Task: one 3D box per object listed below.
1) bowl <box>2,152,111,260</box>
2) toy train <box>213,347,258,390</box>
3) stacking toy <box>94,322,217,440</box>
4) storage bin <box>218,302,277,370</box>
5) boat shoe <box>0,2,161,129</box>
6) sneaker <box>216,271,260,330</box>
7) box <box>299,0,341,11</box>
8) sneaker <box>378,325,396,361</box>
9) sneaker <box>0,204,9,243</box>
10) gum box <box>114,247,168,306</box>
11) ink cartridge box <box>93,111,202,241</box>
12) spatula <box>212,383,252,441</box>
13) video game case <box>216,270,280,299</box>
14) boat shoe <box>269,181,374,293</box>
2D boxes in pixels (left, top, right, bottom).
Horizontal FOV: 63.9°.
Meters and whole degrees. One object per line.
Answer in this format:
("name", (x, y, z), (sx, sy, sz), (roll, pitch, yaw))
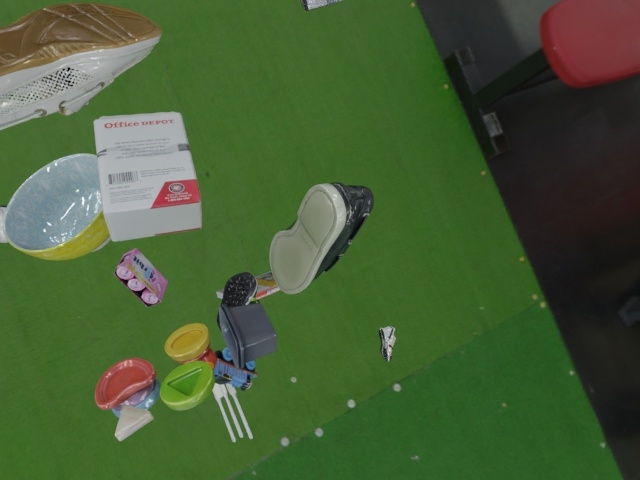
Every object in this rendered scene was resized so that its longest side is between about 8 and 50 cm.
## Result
("bowl", (-0.603, -0.056, 1.272), (0.289, 0.156, 0.289), (-7, 56, 11))
("toy train", (-0.281, 0.411, 1.630), (0.184, 0.080, 0.105), (35, 45, -39))
("stacking toy", (-0.383, 0.379, 1.287), (0.309, 0.279, 0.130), (-26, 122, -14))
("storage bin", (-0.150, 0.197, 1.079), (0.091, 0.135, 0.098), (-12, 127, -21))
("boat shoe", (-0.296, -0.188, 0.572), (0.098, 0.096, 0.277), (34, 46, 14))
("sneaker", (-0.201, 0.157, 1.345), (0.097, 0.234, 0.084), (-15, 59, -41))
("box", (0.045, -0.643, 1.231), (0.231, 0.056, 0.183), (-18, 49, -4))
("sneaker", (0.185, 0.278, 1.380), (0.044, 0.040, 0.109), (-17, 118, -23))
("sneaker", (-0.958, -0.064, 1.613), (0.236, 0.323, 0.130), (14, 95, -32))
("gum box", (-0.623, 0.126, 1.782), (0.062, 0.107, 0.188), (-23, 123, 17))
("ink cartridge box", (-0.389, -0.151, 1.159), (0.197, 0.114, 0.273), (-9, 60, -17))
("spatula", (-0.310, 0.569, 1.762), (0.019, 0.168, 0.242), (-16, 77, -44))
("video game case", (-0.198, 0.156, 1.820), (0.285, 0.204, 0.025), (-20, 104, -34))
("boat shoe", (-0.002, -0.004, 0.969), (0.113, 0.340, 0.127), (-19, 66, -31))
